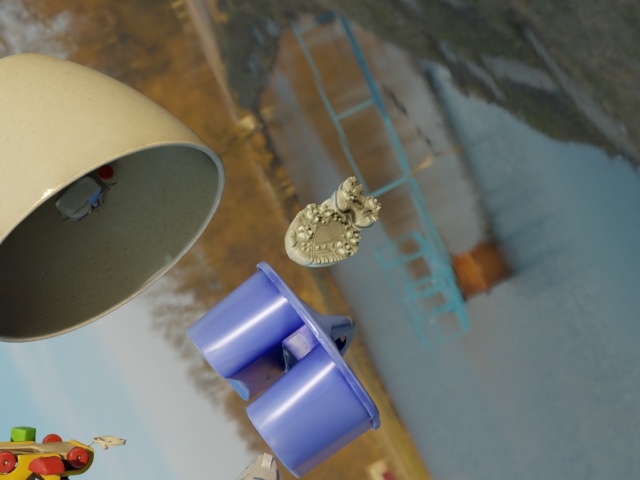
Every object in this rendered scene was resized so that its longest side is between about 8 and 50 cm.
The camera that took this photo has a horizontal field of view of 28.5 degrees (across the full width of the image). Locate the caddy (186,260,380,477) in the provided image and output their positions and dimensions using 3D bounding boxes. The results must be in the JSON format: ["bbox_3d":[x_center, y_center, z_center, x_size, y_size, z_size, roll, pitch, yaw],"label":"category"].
[{"bbox_3d":[-0.028,0.157,1.597,0.241,0.179,0.341,53,174,13],"label":"caddy"}]

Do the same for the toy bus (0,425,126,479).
[{"bbox_3d":[-0.379,0.313,1.641,0.191,0.202,0.104,-7,-78,-79],"label":"toy bus"}]

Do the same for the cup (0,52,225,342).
[{"bbox_3d":[-0.312,-0.076,1.459,0.237,0.331,0.331,51,174,21],"label":"cup"}]

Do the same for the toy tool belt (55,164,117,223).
[{"bbox_3d":[-0.288,-0.056,1.554,0.052,0.083,0.051,43,162,9],"label":"toy tool belt"}]

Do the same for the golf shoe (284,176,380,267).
[{"bbox_3d":[0.000,0.000,1.310,0.069,0.086,0.176,50,-150,3],"label":"golf shoe"}]

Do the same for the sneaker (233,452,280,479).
[{"bbox_3d":[-0.101,0.394,1.747,0.281,0.105,0.115,121,170,-51],"label":"sneaker"}]
